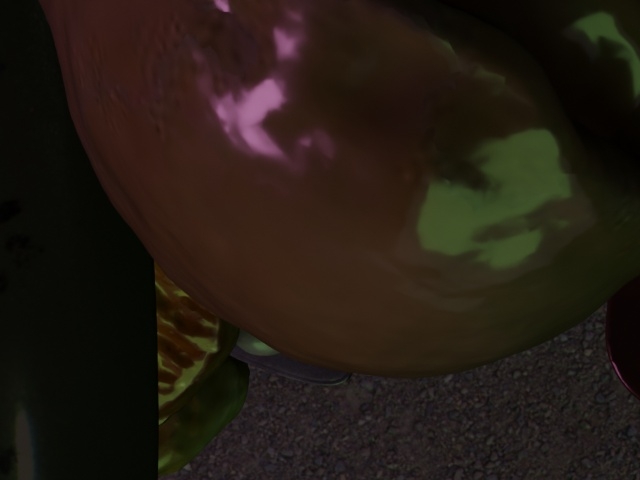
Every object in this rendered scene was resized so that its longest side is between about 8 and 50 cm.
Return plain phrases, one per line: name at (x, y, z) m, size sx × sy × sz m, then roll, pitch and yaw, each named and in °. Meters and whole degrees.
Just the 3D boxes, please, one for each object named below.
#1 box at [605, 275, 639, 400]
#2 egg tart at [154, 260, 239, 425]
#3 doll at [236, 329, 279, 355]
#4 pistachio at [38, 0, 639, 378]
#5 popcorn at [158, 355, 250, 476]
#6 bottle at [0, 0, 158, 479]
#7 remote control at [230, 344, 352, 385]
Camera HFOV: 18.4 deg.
box at (0.354, -0.003, 1.210) m, size 0.339 × 0.239 × 0.229 m, roll 4°, pitch 177°, yaw 11°
egg tart at (-0.191, 0.014, 1.064) m, size 0.352 × 0.150 × 0.352 m, roll -21°, pitch 147°, yaw -15°
doll at (0.049, -0.028, 1.319) m, size 0.242 × 0.159 × 0.311 m, roll 18°, pitch -146°, yaw 11°
pistachio at (0.012, -0.050, 0.538) m, size 0.181 × 0.162 × 0.293 m, roll 30°, pitch 174°, yaw -11°
popcorn at (-0.181, 0.059, 1.426) m, size 0.174 × 0.286 × 0.225 m, roll -47°, pitch 171°, yaw -13°
bottle at (-0.137, 0.069, 0.706) m, size 0.168 × 0.347 × 0.168 m, roll -6°, pitch 178°, yaw 0°
remote control at (0.000, 0.000, 1.473) m, size 0.107 × 0.044 × 0.377 m, roll 23°, pitch -156°, yaw 0°
